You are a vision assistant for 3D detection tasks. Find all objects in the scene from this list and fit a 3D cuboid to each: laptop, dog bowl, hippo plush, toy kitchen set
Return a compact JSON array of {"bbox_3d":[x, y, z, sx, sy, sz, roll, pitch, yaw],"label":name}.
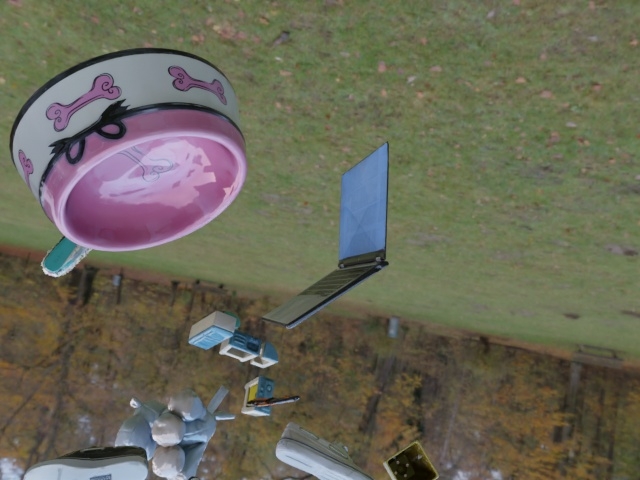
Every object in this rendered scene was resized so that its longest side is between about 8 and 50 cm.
[{"bbox_3d":[0.000,0.000,1.404,0.407,0.236,0.382,-32,-178,-14],"label":"laptop"},{"bbox_3d":[-0.312,-0.133,1.027,0.407,0.150,0.408,-23,157,-10],"label":"dog bowl"},{"bbox_3d":[-0.413,0.473,1.516,0.236,0.234,0.294,5,-145,21],"label":"hippo plush"},{"bbox_3d":[-0.186,0.281,1.284,0.207,0.166,0.122,26,142,-28],"label":"toy kitchen set"}]

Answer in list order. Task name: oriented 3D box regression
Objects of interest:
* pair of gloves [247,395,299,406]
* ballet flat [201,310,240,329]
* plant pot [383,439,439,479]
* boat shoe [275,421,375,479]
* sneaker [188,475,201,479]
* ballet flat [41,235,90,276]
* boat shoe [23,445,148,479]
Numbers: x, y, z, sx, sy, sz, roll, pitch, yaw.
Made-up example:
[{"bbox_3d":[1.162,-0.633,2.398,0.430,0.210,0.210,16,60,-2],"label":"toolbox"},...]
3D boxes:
[{"bbox_3d":[-0.078,0.261,0.943,0.074,0.010,0.083,-1,168,-23],"label":"pair of gloves"},{"bbox_3d":[-0.341,0.275,1.950,0.074,0.074,0.203,8,172,17],"label":"ballet flat"},{"bbox_3d":[0.176,0.464,1.174,0.081,0.081,0.083,-27,164,-17],"label":"plant pot"},{"bbox_3d":[0.025,0.423,1.118,0.226,0.076,0.083,33,134,-11],"label":"boat shoe"},{"bbox_3d":[-0.253,0.559,1.245,0.040,0.109,0.044,-22,162,-30],"label":"sneaker"},{"bbox_3d":[-0.631,-0.001,1.522,0.091,0.241,0.077,45,166,1],"label":"ballet flat"},{"bbox_3d":[-0.446,0.439,1.112,0.219,0.078,0.070,3,-163,-19],"label":"boat shoe"}]
